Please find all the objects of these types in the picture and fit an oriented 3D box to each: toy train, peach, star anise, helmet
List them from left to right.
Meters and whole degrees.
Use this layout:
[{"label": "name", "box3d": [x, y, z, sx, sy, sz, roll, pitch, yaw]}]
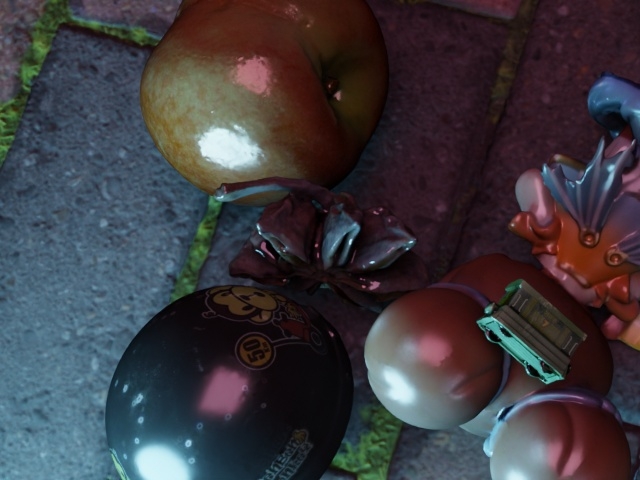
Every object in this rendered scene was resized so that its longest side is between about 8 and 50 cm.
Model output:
[{"label": "helmet", "box3d": [-0.113, 0.154, 1.686, 0.279, 0.160, 0.230, -43, 49, 0]}, {"label": "peach", "box3d": [-0.060, -0.155, 1.773, 0.252, 0.252, 0.252, -3, 73, 9]}, {"label": "star anise", "box3d": [0.000, -0.001, 1.703, 0.209, 0.231, 0.089, -3, 57, 20]}, {"label": "toy train", "box3d": [0.182, 0.078, 1.524, 0.093, 0.038, 0.056, 41, 70, -9]}]

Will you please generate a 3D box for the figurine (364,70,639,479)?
[{"label": "figurine", "box3d": [0.236, 0.053, 1.662, 0.277, 0.248, 0.388, 40, 85, -6]}]
